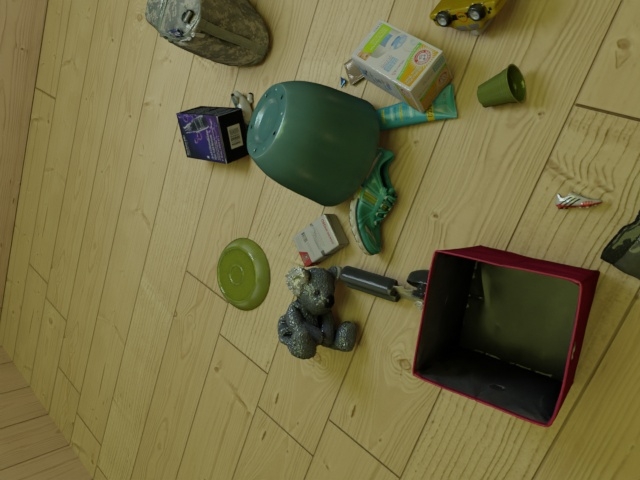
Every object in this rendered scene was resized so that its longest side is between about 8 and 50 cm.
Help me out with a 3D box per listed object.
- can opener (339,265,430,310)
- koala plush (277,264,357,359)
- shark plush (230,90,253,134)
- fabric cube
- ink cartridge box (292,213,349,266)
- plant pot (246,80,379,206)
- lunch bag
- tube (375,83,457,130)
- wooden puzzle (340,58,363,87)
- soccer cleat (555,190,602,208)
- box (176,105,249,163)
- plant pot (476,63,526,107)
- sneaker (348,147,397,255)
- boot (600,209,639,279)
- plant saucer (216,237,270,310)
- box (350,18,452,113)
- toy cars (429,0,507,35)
[{"bbox_3d":[0.182,0.110,1.157,0.280,0.074,0.093,10,63,35],"label":"can opener"},{"bbox_3d":[-0.021,0.171,1.230,0.203,0.196,0.221,19,107,54],"label":"koala plush"},{"bbox_3d":[-0.242,-0.405,1.475,0.067,0.073,0.161,-11,106,56],"label":"shark plush"},{"bbox_3d":[0.365,0.159,0.894,0.259,0.258,0.254,14,99,36],"label":"fabric cube"},{"bbox_3d":[0.000,0.000,1.285,0.135,0.056,0.099,-34,72,33],"label":"ink cartridge box"},{"bbox_3d":[-0.038,-0.254,1.136,0.293,0.235,0.293,-24,59,48],"label":"plant pot"},{"bbox_3d":[-0.324,-0.646,1.353,0.256,0.305,0.213,43,116,29],"label":"lunch bag"},{"bbox_3d":[0.225,-0.313,1.118,0.207,0.052,0.080,-8,92,30],"label":"tube"},{"bbox_3d":[0.100,-0.459,1.224,0.116,0.014,0.079,-15,78,36],"label":"wooden puzzle"},{"bbox_3d":[0.514,-0.082,0.917,0.083,0.029,0.036,-2,95,41],"label":"soccer cleat"},{"bbox_3d":[-0.343,-0.341,1.469,0.207,0.108,0.153,13,123,36],"label":"box"},{"bbox_3d":[0.382,-0.322,0.983,0.079,0.083,0.083,-9,86,49],"label":"plant pot"},{"bbox_3d":[0.137,-0.098,1.156,0.110,0.107,0.275,1,92,28],"label":"sneaker"},{"bbox_3d":[0.640,-0.014,0.805,0.161,0.083,0.246,39,119,22],"label":"boot"},{"bbox_3d":[-0.264,0.111,1.498,0.241,0.037,0.241,1,92,37],"label":"plant saucer"},{"bbox_3d":[0.190,-0.408,1.077,0.114,0.103,0.203,-49,59,6],"label":"box"},{"bbox_3d":[0.416,-0.532,0.936,0.393,0.087,0.176,-23,41,33],"label":"toy cars"}]
